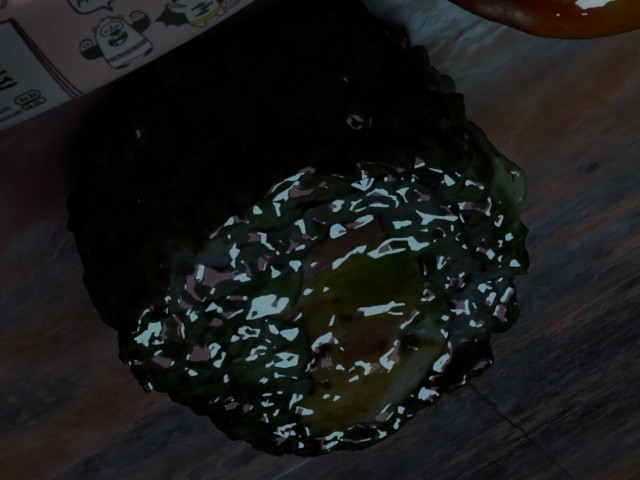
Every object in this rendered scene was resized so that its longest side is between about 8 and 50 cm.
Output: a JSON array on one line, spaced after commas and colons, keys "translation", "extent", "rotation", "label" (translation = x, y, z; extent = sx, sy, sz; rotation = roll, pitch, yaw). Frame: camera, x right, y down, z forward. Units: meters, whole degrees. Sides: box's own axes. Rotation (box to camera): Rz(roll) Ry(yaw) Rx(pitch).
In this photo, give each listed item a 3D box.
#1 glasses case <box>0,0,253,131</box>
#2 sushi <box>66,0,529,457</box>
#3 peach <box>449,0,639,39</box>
[{"translation": [-0.142, -0.138, 0.613], "extent": [0.314, 0.075, 0.122], "rotation": [-26, 146, 3], "label": "glasses case"}, {"translation": [0.000, 0.000, 0.819], "extent": [0.294, 0.178, 0.352], "rotation": [-33, 144, 5], "label": "sushi"}, {"translation": [0.147, -0.213, 0.574], "extent": [0.243, 0.243, 0.200], "rotation": [-19, 121, -11], "label": "peach"}]
